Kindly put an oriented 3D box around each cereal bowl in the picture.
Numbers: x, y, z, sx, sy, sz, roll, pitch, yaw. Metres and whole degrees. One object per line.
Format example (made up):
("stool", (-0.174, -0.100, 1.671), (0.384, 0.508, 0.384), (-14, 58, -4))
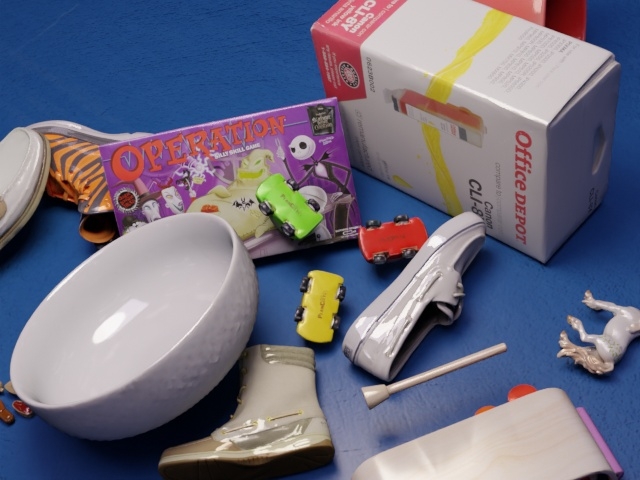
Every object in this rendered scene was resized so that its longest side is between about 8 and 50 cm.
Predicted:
("cereal bowl", (-0.219, 0.125, 1.209), (0.339, 0.141, 0.339), (-22, 32, 14))

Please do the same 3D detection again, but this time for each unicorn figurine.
("unicorn figurine", (0.378, 0.106, 1.192), (0.111, 0.060, 0.162), (28, 77, 30))

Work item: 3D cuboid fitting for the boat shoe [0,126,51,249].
("boat shoe", (-0.513, -0.045, 1.397), (0.113, 0.103, 0.302), (23, 81, 35))

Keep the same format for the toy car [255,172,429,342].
("toy car", (0.000, 0.000, 1.304), (0.225, 0.053, 0.239), (45, 72, 6))

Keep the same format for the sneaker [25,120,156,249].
("sneaker", (-0.376, -0.083, 1.459), (0.321, 0.124, 0.180), (1, 50, 12))

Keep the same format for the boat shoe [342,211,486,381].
("boat shoe", (0.145, 0.074, 1.238), (0.088, 0.096, 0.267), (35, 65, 29))

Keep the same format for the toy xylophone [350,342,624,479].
("toy xylophone", (0.176, 0.251, 1.088), (0.323, 0.081, 0.236), (-14, 49, 0))

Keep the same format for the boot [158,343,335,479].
("boot", (-0.099, 0.217, 1.179), (0.213, 0.077, 0.165), (-9, 49, -3))

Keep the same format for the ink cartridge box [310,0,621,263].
("ink cartridge box", (0.197, -0.177, 1.315), (0.385, 0.279, 0.160), (29, 62, 31))

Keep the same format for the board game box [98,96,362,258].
("board game box", (-0.125, -0.072, 1.356), (0.347, 0.208, 0.056), (-12, 6, 2))

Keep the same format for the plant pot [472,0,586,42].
("plant pot", (0.267, -0.338, 1.470), (0.243, 0.275, 0.275), (4, 51, 28))

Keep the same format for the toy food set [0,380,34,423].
("toy food set", (-0.436, 0.222, 1.284), (0.122, 0.019, 0.078), (3, 51, 4))
